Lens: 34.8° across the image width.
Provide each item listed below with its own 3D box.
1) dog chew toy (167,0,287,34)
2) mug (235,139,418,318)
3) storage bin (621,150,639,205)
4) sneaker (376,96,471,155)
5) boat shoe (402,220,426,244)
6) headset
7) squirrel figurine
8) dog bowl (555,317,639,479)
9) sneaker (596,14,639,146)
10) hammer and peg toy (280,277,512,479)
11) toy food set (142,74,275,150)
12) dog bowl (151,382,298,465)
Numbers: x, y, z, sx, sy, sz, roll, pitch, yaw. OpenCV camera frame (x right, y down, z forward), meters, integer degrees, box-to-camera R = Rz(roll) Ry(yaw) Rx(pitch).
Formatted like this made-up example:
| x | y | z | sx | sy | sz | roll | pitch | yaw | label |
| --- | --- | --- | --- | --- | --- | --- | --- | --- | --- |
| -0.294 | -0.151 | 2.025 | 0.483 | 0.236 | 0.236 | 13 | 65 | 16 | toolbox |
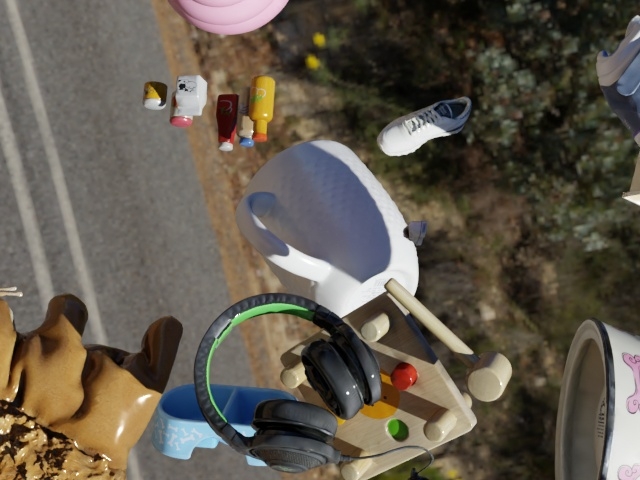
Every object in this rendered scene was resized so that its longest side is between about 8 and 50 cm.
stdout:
| x | y | z | sx | sy | sz | roll | pitch | yaw | label |
| --- | --- | --- | --- | --- | --- | --- | --- | --- | --- |
| -0.132 | -0.384 | 1.392 | 0.332 | 0.207 | 0.206 | -98 | 174 | -77 | dog chew toy |
| 0.000 | 0.000 | 1.954 | 0.374 | 0.276 | 0.328 | 12 | 32 | -43 | mug |
| 0.776 | -0.106 | 1.948 | 0.260 | 0.262 | 0.123 | -10 | -119 | 65 | storage bin |
| 0.236 | -0.269 | 2.331 | 0.090 | 0.235 | 0.095 | 62 | -16 | 9 | sneaker |
| 0.152 | -0.014 | 1.665 | 0.100 | 0.035 | 0.035 | 84 | 14 | -84 | boat shoe |
| -0.004 | 0.251 | 1.509 | 0.243 | 0.394 | 0.185 | -51 | 169 | -21 | headset |
| -0.471 | 0.256 | 1.604 | 0.371 | 0.281 | 0.396 | 26 | 52 | -20 | squirrel figurine |
| 0.551 | 0.354 | 1.894 | 0.408 | 0.151 | 0.407 | 6 | 90 | -87 | dog bowl |
| 0.656 | -0.328 | 1.812 | 0.236 | 0.323 | 0.130 | 65 | 11 | 15 | sneaker |
| 0.123 | 0.208 | 1.619 | 0.266 | 0.361 | 0.127 | 56 | 33 | 2 | hammer and peg toy |
| -0.182 | -0.206 | 1.697 | 0.111 | 0.232 | 0.104 | 42 | 50 | -72 | toy food set |
| -0.168 | 0.332 | 1.881 | 0.166 | 0.297 | 0.074 | -64 | 155 | -65 | dog bowl |
